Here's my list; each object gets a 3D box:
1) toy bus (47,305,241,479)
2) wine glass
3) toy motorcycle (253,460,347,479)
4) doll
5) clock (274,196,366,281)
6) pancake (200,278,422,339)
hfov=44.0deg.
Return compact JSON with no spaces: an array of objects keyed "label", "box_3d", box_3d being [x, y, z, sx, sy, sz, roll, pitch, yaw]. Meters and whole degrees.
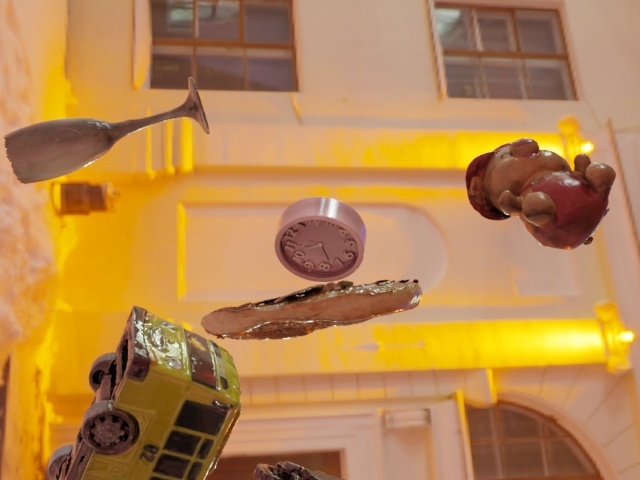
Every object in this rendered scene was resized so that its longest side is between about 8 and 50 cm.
[{"label":"toy bus","box_3d":[-0.185,0.215,0.816,0.262,0.150,0.128,-64,-160,14]},{"label":"wine glass","box_3d":[-0.355,-0.190,1.348,0.264,0.310,0.096,-132,-156,-73]},{"label":"toy motorcycle","box_3d":[0.015,0.456,1.381,0.159,0.271,0.106,27,85,-59]},{"label":"doll","box_3d":[0.359,-0.090,1.334,0.256,0.196,0.152,-131,-128,-60]},{"label":"clock","box_3d":[0.000,0.000,1.732,0.068,0.197,0.196,-80,179,-48]},{"label":"pancake","box_3d":[-0.019,0.123,1.368,0.382,0.383,0.071,133,-51,-76]}]
